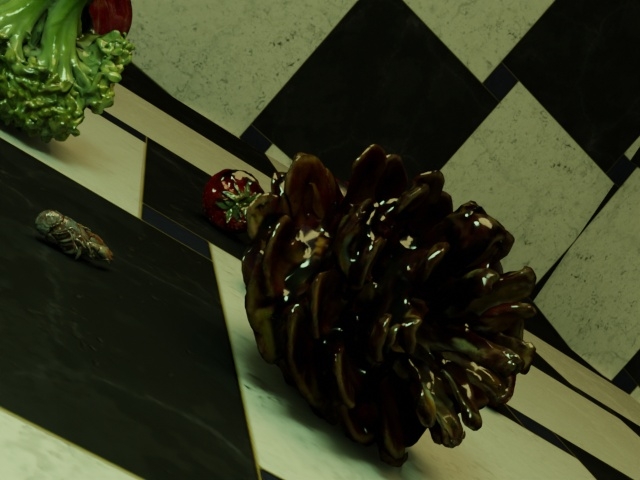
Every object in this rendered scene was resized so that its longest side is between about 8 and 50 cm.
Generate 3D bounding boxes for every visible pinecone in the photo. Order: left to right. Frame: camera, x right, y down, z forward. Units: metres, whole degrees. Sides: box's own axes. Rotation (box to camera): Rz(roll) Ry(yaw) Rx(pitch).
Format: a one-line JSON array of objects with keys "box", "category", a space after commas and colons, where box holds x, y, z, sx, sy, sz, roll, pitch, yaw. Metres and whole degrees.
[{"box": [0.061, 0.051, 0.885, 0.296, 0.242, 0.298, 35, 2, 34], "category": "pinecone"}]

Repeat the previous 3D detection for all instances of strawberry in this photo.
[{"box": [-0.131, -0.055, 1.445, 0.106, 0.106, 0.106, 33, 6, -4], "category": "strawberry"}]

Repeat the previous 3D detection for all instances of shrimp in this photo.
[{"box": [-0.214, 0.001, 0.870, 0.038, 0.029, 0.092, 37, 4, 36], "category": "shrimp"}]

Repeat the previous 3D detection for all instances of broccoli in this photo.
[{"box": [-0.336, -0.226, 1.171, 0.242, 0.273, 0.180, 27, 42, -37], "category": "broccoli"}]

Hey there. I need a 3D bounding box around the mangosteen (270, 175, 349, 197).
[{"box": [0.000, 0.000, 1.394, 0.200, 0.200, 0.200, 33, 6, -4], "category": "mangosteen"}]

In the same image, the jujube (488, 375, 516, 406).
[{"box": [0.259, 0.206, 1.454, 0.077, 0.077, 0.129, 33, 11, 0], "category": "jujube"}]

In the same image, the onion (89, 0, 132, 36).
[{"box": [-0.486, -0.418, 1.780, 0.276, 0.276, 0.276, 33, 6, -4], "category": "onion"}]
